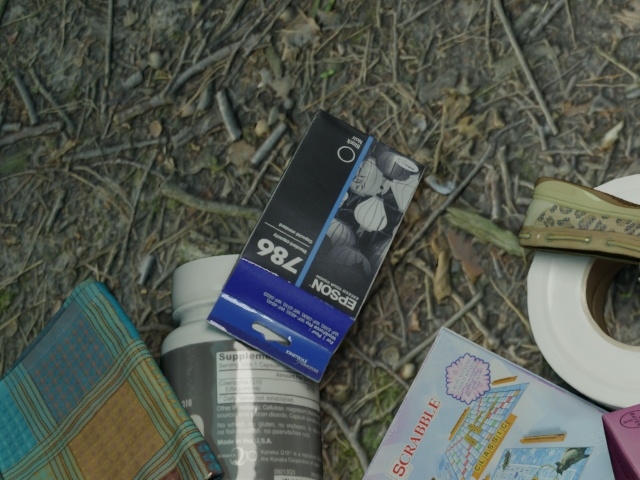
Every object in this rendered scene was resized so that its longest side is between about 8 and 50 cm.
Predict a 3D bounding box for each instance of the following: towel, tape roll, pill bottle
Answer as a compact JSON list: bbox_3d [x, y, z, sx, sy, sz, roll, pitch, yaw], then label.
[{"bbox_3d":[-0.294,0.249,1.754,0.271,0.040,0.370,-47,50,9],"label":"towel"},{"bbox_3d":[0.392,0.069,1.653,0.286,0.100,0.286,-8,71,23],"label":"tape roll"},{"bbox_3d":[-0.101,0.214,1.785,0.204,0.204,0.361,-11,69,22],"label":"pill bottle"}]

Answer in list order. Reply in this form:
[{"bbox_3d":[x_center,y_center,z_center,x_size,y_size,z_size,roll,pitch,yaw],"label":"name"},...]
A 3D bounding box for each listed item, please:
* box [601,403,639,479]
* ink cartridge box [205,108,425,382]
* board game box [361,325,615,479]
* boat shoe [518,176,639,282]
[{"bbox_3d":[0.446,0.245,1.463,0.242,0.117,0.213,-16,23,1],"label":"box"},{"bbox_3d":[0.000,0.000,1.768,0.165,0.065,0.333,28,58,-4],"label":"ink cartridge box"},{"bbox_3d":[0.211,0.312,1.683,0.318,0.066,0.319,28,87,29],"label":"board game box"},{"bbox_3d":[0.356,0.009,1.581,0.285,0.104,0.089,22,89,40],"label":"boat shoe"}]
